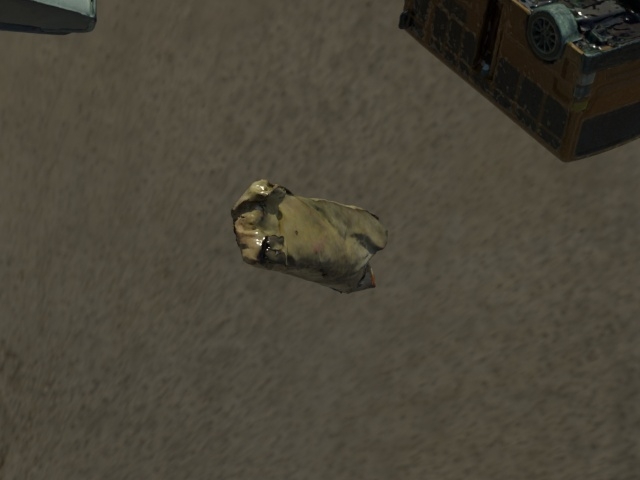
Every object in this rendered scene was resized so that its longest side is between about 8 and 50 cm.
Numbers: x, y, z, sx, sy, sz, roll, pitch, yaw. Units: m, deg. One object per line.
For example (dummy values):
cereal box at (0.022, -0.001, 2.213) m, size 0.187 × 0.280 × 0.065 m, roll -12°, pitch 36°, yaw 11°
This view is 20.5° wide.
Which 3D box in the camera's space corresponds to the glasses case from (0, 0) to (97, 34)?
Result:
glasses case at (-0.168, -0.238, 0.914) m, size 0.105 × 0.056 × 0.266 m, roll 12°, pitch 69°, yaw -39°

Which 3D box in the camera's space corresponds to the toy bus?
toy bus at (0.134, -0.137, 1.128) m, size 0.091 × 0.103 × 0.182 m, roll -19°, pitch 46°, yaw -30°

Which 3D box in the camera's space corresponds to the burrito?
burrito at (-0.002, 0.000, 1.015) m, size 0.042 × 0.171 × 0.051 m, roll -3°, pitch 82°, yaw 28°
